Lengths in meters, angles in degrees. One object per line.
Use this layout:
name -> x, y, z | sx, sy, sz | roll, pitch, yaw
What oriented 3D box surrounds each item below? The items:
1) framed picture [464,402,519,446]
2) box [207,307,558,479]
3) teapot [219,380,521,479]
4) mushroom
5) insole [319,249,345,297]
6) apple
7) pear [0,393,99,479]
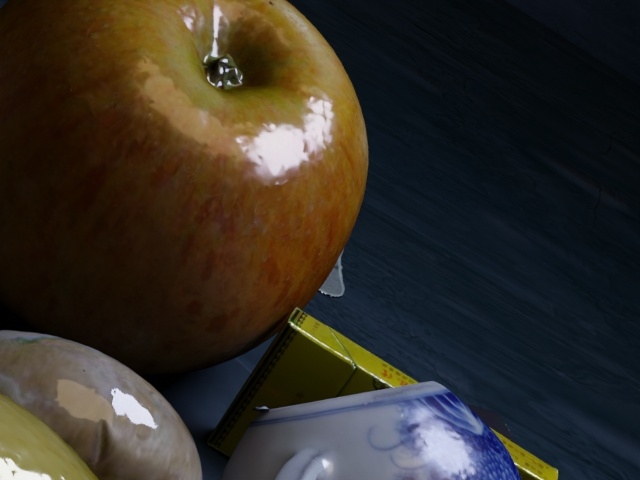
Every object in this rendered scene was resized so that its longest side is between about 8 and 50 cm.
framed picture -> 0.159, 0.266, 1.742 | 0.244, 0.013, 0.324 | 16, 32, -36
box -> 0.055, 0.193, 1.554 | 0.279, 0.153, 0.041 | 32, 27, -3
teapot -> 0.044, 0.258, 1.374 | 0.424, 0.252, 0.280 | 7, 72, -70
mushroom -> -0.207, 0.190, 1.196 | 0.244, 0.243, 0.243 | 28, 25, -15
insole -> 0.000, -0.001, 2.023 | 0.080, 0.003, 0.232 | 29, 25, -14
apple -> -0.145, -0.083, 1.593 | 0.400, 0.333, 0.400 | 29, 24, -14
pear -> -0.256, 0.225, 0.912 | 0.348, 0.348, 0.348 | 28, 25, -15
